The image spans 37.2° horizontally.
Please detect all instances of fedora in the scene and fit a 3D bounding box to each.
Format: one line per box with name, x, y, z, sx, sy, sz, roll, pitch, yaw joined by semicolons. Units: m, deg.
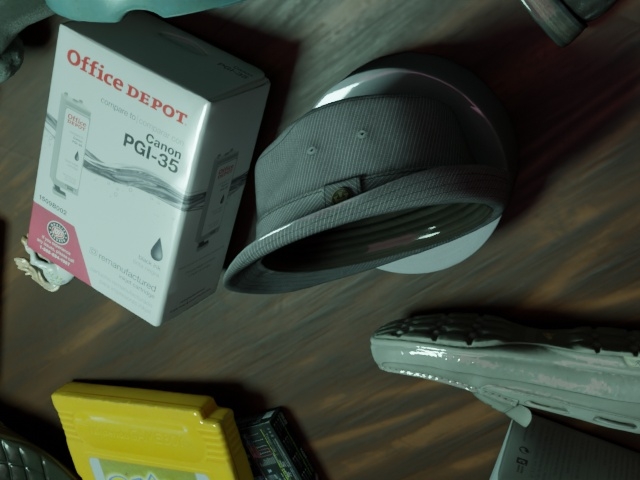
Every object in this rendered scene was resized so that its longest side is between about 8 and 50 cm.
fedora;0.031;-0.050;0.869;0.275;0.244;0.124;-21;75;28

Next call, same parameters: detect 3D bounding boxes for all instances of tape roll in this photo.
tape roll;0.089;-0.078;0.977;0.219;0.072;0.219;8;115;18

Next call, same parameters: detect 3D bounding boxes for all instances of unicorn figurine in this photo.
unicorn figurine;-0.312;0.018;1.195;0.162;0.060;0.111;-28;102;46

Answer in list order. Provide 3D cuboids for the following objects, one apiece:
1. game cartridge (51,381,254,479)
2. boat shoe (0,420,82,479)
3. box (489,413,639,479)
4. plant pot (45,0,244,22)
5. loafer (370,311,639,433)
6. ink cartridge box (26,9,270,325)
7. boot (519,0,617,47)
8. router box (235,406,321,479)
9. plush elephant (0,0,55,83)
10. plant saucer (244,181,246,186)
game cartridge;-0.205;0.346;1.278;0.285;0.053;0.323;-1;115;32
boat shoe;-0.485;0.298;1.354;0.324;0.120;0.122;28;98;-8
box;0.334;0.367;1.031;0.345;0.168;0.215;19;119;12
plant pot;-0.150;-0.383;0.801;0.341;0.341;0.334;2;122;21
loafer;0.209;0.145;1.011;0.320;0.112;0.111;6;107;18
ink cartridge box;-0.197;-0.083;1.046;0.207;0.117;0.283;29;121;19
boot;0.236;-0.319;0.811;0.229;0.091;0.263;-36;101;25
router box;-0.068;0.282;1.226;0.092;0.038;0.122;-21;104;28
plush elephant;-0.488;-0.238;1.052;0.255;0.272;0.330;26;89;50
plant saucer;-0.126;-0.077;1.095;0.083;0.015;0.083;9;117;18
